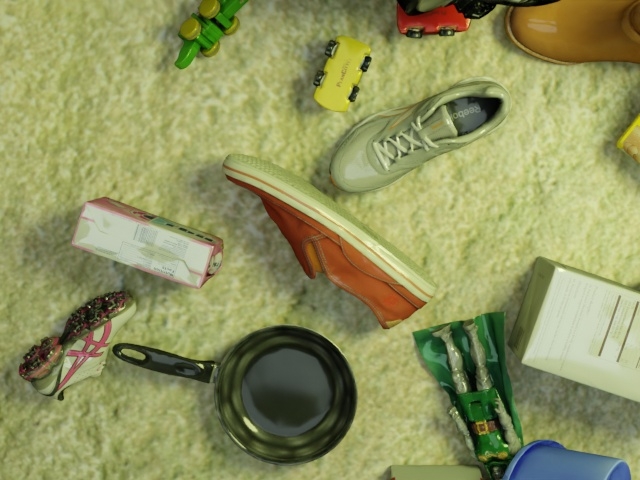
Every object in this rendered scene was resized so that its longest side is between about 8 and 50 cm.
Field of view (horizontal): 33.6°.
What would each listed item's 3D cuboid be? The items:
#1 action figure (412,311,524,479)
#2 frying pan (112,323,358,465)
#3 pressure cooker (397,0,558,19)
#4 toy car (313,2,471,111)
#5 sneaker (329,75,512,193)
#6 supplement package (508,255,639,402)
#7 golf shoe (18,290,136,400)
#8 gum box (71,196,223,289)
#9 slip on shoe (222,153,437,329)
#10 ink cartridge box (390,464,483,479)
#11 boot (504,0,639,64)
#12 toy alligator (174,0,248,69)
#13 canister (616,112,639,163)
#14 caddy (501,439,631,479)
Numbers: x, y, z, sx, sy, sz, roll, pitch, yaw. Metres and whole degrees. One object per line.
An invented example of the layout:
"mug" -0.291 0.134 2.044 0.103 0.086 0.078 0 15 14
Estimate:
"action figure" 0.216 0.222 1.433 0.137 0.063 0.232 -16 96 32
"frying pan" -0.110 0.217 1.461 0.326 0.053 0.197 -6 96 5
"pressure cooker" 0.175 -0.459 1.217 0.369 0.375 0.420 -32 89 -6
"toy car" 0.050 -0.315 1.398 0.239 0.053 0.225 -34 93 5
"sneaker" 0.128 -0.141 1.378 0.262 0.121 0.099 -28 93 5
"supplement package" 0.389 0.126 1.386 0.244 0.139 0.134 18 96 1
"golf shoe" -0.321 0.143 1.462 0.186 0.067 0.086 -38 122 4
"gum box" -0.222 0.003 1.414 0.188 0.107 0.062 20 97 0
"slip on shoe" 0.000 0.000 1.405 0.331 0.123 0.101 37 100 -7
"ink cartridge box" 0.157 0.405 1.430 0.127 0.128 0.176 -1 96 3
"boot" 0.378 -0.261 1.305 0.283 0.220 0.109 15 97 1
"toy alligator" -0.135 -0.308 1.409 0.190 0.056 0.051 -47 52 6
"canister" 0.484 -0.117 1.364 0.170 0.073 0.126 40 123 11
"caddy" 0.299 0.421 1.343 0.241 0.179 0.341 46 54 -36
